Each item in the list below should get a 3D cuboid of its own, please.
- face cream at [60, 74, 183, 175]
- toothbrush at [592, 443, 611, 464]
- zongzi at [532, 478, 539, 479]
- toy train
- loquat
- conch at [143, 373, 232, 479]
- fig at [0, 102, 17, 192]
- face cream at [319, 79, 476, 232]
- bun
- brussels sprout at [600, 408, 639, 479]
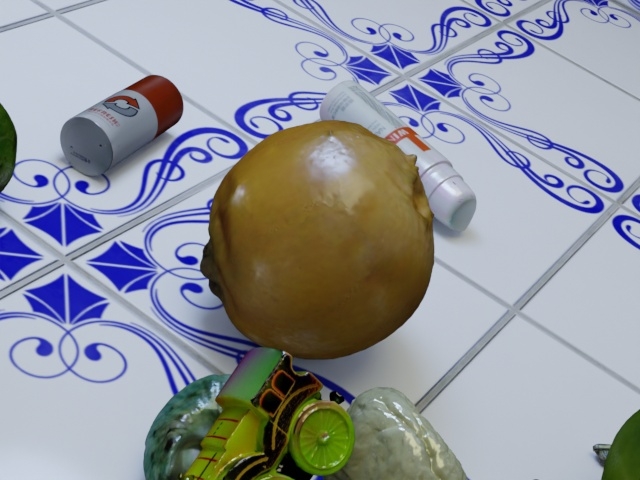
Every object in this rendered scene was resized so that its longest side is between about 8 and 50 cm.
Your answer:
[{"bbox_3d":[-0.309,-0.186,1.835,0.096,0.096,0.214,29,35,11],"label":"face cream"},{"bbox_3d":[0.518,0.319,1.651,0.294,0.026,0.028,10,55,-16],"label":"toothbrush"},{"bbox_3d":[0.223,0.337,1.468,0.154,0.062,0.130,-3,17,-7],"label":"zongzi"},{"bbox_3d":[-0.083,0.261,1.232,0.160,0.100,0.296,43,64,-21],"label":"toy train"},{"bbox_3d":[0.000,0.000,1.554,0.328,0.328,0.328,14,35,-10],"label":"loquat"},{"bbox_3d":[-0.118,0.242,1.339,0.188,0.122,0.176,-4,63,-29],"label":"conch"},{"bbox_3d":[-0.555,-0.133,1.616,0.235,0.203,0.203,-4,15,40],"label":"fig"},{"bbox_3d":[0.137,-0.147,2.016,0.102,0.102,0.345,-14,46,-40],"label":"face cream"},{"bbox_3d":[0.082,0.280,1.328,0.134,0.220,0.220,-25,52,-18],"label":"bun"},{"bbox_3d":[0.480,0.334,1.390,0.315,0.276,0.371,23,53,6],"label":"brussels sprout"}]
